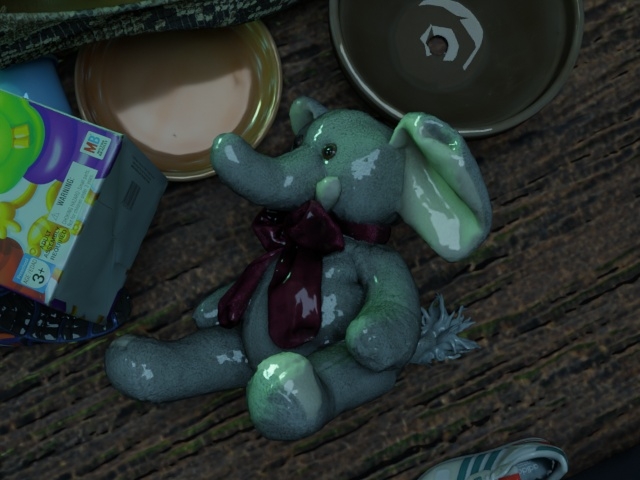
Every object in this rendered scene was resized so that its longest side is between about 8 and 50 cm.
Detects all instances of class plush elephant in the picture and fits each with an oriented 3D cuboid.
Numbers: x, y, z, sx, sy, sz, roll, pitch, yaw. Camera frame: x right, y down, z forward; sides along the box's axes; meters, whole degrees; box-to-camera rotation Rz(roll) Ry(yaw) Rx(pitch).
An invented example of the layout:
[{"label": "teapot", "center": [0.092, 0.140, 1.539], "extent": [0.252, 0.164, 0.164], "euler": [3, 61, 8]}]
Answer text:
[{"label": "plush elephant", "center": [0.000, 0.000, 0.873], "extent": [0.330, 0.271, 0.256], "euler": [-9, 97, -34]}]

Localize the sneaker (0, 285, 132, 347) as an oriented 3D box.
[{"label": "sneaker", "center": [-0.281, 0.060, 0.925], "extent": [0.221, 0.087, 0.083], "euler": [-1, 77, 0]}]

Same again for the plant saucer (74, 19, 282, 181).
[{"label": "plant saucer", "center": [-0.137, -0.153, 0.991], "extent": [0.199, 0.037, 0.200], "euler": [1, 83, -4]}]

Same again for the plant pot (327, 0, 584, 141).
[{"label": "plant pot", "center": [0.122, -0.202, 0.980], "extent": [0.237, 0.110, 0.238], "euler": [1, 81, -4]}]

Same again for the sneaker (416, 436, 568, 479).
[{"label": "sneaker", "center": [0.154, 0.225, 0.940], "extent": [0.161, 0.075, 0.057], "euler": [-19, 84, -7]}]

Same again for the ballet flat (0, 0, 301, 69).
[{"label": "ballet flat", "center": [-0.134, -0.263, 0.882], "extent": [0.482, 0.182, 0.164], "euler": [-21, 90, -21]}]

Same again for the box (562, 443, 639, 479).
[{"label": "box", "center": [0.350, 0.333, 0.855], "extent": [0.343, 0.179, 0.313], "euler": [-23, 100, -7]}]

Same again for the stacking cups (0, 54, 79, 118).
[{"label": "stacking cups", "center": [-0.280, -0.126, 0.959], "extent": [0.096, 0.096, 0.316], "euler": [-20, 88, -7]}]

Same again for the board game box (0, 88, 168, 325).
[{"label": "board game box", "center": [-0.290, -0.050, 0.831], "extent": [0.275, 0.144, 0.142], "euler": [21, 82, 10]}]
